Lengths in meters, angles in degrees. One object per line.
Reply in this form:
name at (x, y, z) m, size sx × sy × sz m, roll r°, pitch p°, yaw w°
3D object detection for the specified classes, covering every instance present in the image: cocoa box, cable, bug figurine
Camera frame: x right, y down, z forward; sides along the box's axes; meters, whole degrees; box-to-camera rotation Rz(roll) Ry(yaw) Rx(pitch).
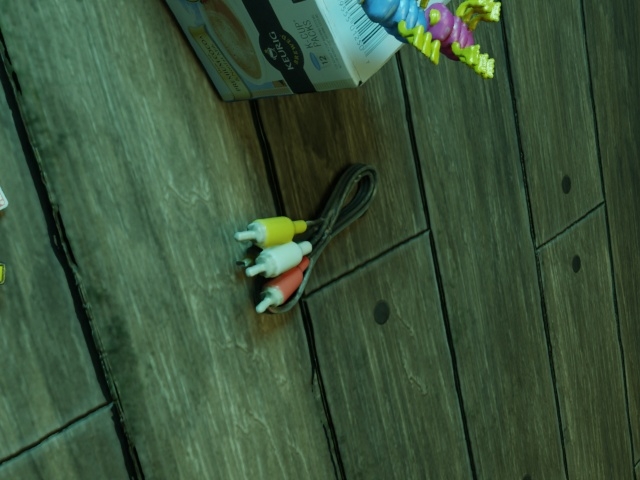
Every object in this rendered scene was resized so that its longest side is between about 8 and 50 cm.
cocoa box at (-0.048, -0.354, 0.788) m, size 0.231 × 0.228 × 0.347 m, roll -49°, pitch 125°, yaw -31°
cable at (0.000, 0.000, 0.971) m, size 0.287 × 0.072 × 0.139 m, roll -30°, pitch 119°, yaw -39°
bug figurine at (0.115, -0.284, 0.743) m, size 0.216 × 0.072 × 0.279 m, roll 27°, pitch 69°, yaw -49°

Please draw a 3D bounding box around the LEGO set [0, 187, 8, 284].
LEGO set at (-0.363, -0.044, 0.632) m, size 0.182 × 0.060 × 0.244 m, roll -34°, pitch 116°, yaw -33°
